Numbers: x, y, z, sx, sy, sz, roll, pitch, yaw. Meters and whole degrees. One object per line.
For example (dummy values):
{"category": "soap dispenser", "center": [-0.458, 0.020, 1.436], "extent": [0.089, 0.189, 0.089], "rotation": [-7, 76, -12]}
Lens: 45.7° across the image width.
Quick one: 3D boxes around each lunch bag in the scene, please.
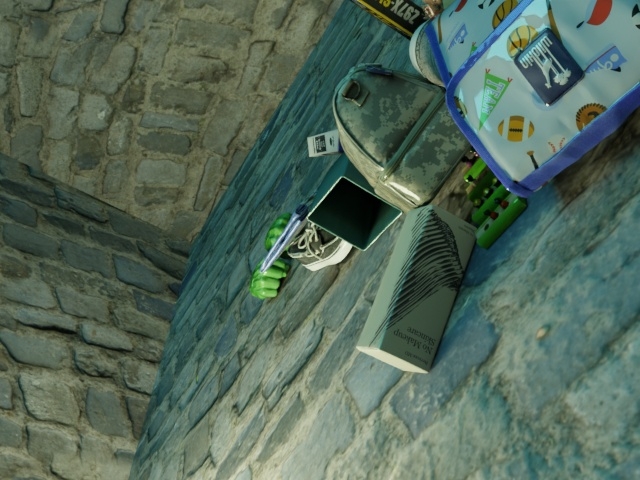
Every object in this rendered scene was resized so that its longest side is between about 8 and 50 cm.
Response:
{"category": "lunch bag", "center": [0.352, -0.294, 1.138], "extent": [0.328, 0.238, 0.386], "rotation": [-44, 36, 34]}
{"category": "lunch bag", "center": [0.142, -0.203, 1.452], "extent": [0.213, 0.256, 0.305], "rotation": [-56, -3, 1]}

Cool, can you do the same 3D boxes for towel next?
{"category": "towel", "center": [-0.052, -0.054, 1.911], "extent": [0.209, 0.034, 0.285], "rotation": [-54, -1, 35]}

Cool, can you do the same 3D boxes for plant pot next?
{"category": "plant pot", "center": [0.095, -0.137, 1.810], "extent": [0.165, 0.165, 0.234], "rotation": [-48, 19, 42]}

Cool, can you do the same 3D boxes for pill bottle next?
{"category": "pill bottle", "center": [0.292, -0.404, 1.608], "extent": [0.161, 0.161, 0.283], "rotation": [-61, 17, 8]}

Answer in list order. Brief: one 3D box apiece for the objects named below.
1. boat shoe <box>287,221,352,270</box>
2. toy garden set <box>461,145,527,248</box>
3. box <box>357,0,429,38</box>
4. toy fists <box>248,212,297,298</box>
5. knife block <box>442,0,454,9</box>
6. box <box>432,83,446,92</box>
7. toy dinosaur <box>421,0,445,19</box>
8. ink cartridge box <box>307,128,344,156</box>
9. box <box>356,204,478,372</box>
{"category": "boat shoe", "center": [0.001, -0.004, 1.977], "extent": [0.306, 0.104, 0.113], "rotation": [-24, 42, 65]}
{"category": "toy garden set", "center": [0.317, -0.136, 1.324], "extent": [0.204, 0.049, 0.244], "rotation": [-53, 20, 32]}
{"category": "box", "center": [0.177, -0.610, 1.987], "extent": [0.079, 0.322, 0.257], "rotation": [-58, 18, 12]}
{"category": "toy fists", "center": [-0.137, 0.049, 2.341], "extent": [0.142, 0.096, 0.279], "rotation": [135, 156, -71]}
{"category": "knife block", "center": [0.349, -0.507, 1.496], "extent": [0.275, 0.088, 0.242], "rotation": [-4, 24, 24]}
{"category": "box", "center": [0.235, -0.254, 1.747], "extent": [0.175, 0.051, 0.220], "rotation": [-55, 19, 26]}
{"category": "toy dinosaur", "center": [0.319, -0.594, 1.820], "extent": [0.200, 0.295, 0.127], "rotation": [60, 144, 22]}
{"category": "ink cartridge box", "center": [0.088, -0.265, 2.006], "extent": [0.332, 0.165, 0.065], "rotation": [-173, 76, -74]}
{"category": "box", "center": [0.171, 0.084, 1.330], "extent": [0.094, 0.113, 0.275], "rotation": [-15, 51, 67]}
